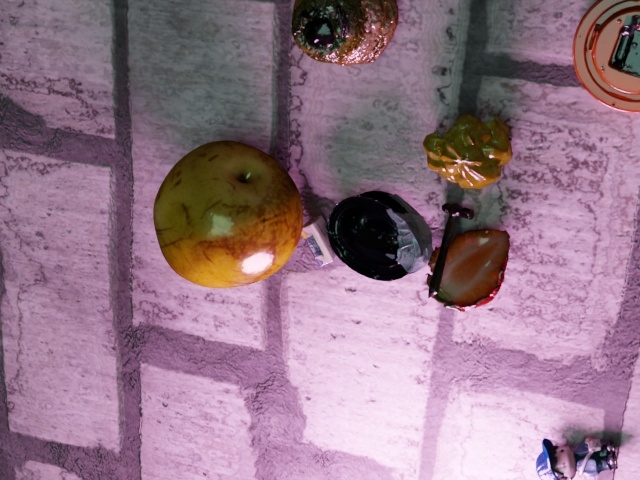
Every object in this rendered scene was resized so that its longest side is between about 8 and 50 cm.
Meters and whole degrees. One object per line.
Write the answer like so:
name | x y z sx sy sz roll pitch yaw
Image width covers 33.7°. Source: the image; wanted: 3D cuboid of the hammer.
hammer | 0.223 0.020 1.888 0.065 0.021 0.178 12 82 38

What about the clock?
clock | 0.508 -0.305 1.696 0.205 0.051 0.205 7 113 18

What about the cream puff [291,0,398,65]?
cream puff | 0.027 -0.372 1.782 0.183 0.169 0.183 7 110 19

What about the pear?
pear | -0.170 -0.043 1.932 0.280 0.281 0.281 7 112 18

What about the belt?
belt | 0.112 -0.009 1.920 0.198 0.078 0.151 30 115 24

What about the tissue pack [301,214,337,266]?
tissue pack | 0.000 0.000 1.992 0.042 0.062 0.083 -24 100 24

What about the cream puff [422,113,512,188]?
cream puff | 0.249 -0.148 1.805 0.156 0.156 0.121 -14 86 24

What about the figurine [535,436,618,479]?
figurine | 0.475 0.409 1.971 0.149 0.086 0.087 -12 146 12

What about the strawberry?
strawberry | 0.274 0.047 1.899 0.187 0.082 0.146 -45 65 20
